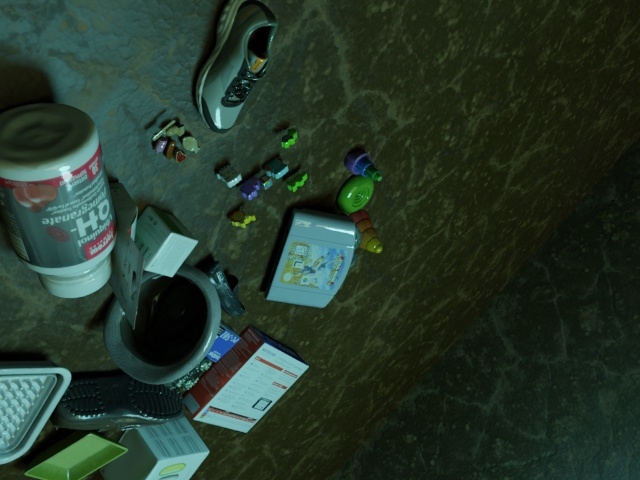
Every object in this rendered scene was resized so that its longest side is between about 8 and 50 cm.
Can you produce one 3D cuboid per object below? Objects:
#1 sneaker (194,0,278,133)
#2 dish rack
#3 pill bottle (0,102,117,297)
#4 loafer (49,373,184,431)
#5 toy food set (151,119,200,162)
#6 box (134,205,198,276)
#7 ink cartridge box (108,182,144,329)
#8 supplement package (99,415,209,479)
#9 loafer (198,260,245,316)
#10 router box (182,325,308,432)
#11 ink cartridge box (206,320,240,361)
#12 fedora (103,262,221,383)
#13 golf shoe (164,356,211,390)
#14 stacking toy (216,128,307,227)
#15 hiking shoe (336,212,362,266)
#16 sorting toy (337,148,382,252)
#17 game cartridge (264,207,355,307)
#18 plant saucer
[{"bbox_3d":[-0.156,-0.317,1.215,0.100,0.108,0.272,-13,137,-45],"label":"sneaker"},{"bbox_3d":[-0.710,0.349,1.322,0.332,0.072,0.286,14,113,-55],"label":"dish rack"},{"bbox_3d":[-0.442,-0.054,1.096,0.176,0.176,0.319,-28,144,-29],"label":"pill bottle"},{"bbox_3d":[-0.502,0.401,1.607,0.130,0.134,0.365,-34,147,30],"label":"loafer"},{"bbox_3d":[-0.290,-0.192,1.278,0.078,0.019,0.122,-43,156,-7],"label":"toy food set"},{"bbox_3d":[-0.335,0.003,1.358,0.102,0.101,0.087,-52,149,8],"label":"box"},{"bbox_3d":[-0.365,0.026,1.229,0.056,0.225,0.181,-13,136,-37],"label":"ink cartridge box"},{"bbox_3d":[-0.469,0.627,1.847,0.194,0.149,0.203,-55,149,13],"label":"supplement package"},{"bbox_3d":[-0.236,0.125,1.637,0.078,0.076,0.223,-36,144,-4],"label":"loafer"},{"bbox_3d":[-0.222,0.436,1.996,0.301,0.082,0.335,-46,149,-2],"label":"router box"},{"bbox_3d":[-0.302,0.251,1.728,0.097,0.046,0.207,-44,149,-3],"label":"ink cartridge box"},{"bbox_3d":[-0.344,0.176,1.475,0.276,0.243,0.124,-59,177,3],"label":"fedora"},{"bbox_3d":[-0.364,0.314,1.679,0.105,0.120,0.273,-49,168,-9],"label":"golf shoe"},{"bbox_3d":[-0.131,-0.146,1.495,0.221,0.052,0.167,-38,149,-19],"label":"stacking toy"},{"bbox_3d":[0.048,0.022,1.815,0.114,0.086,0.227,-34,146,-25],"label":"hiking shoe"},{"bbox_3d":[0.130,-0.085,1.800,0.127,0.126,0.366,-32,146,-23],"label":"sorting toy"},{"bbox_3d":[-0.021,0.056,1.757,0.198,0.062,0.297,12,123,-13],"label":"game cartridge"},{"bbox_3d":[-0.617,0.541,1.645,0.188,0.045,0.188,-30,147,-1],"label":"plant saucer"}]
